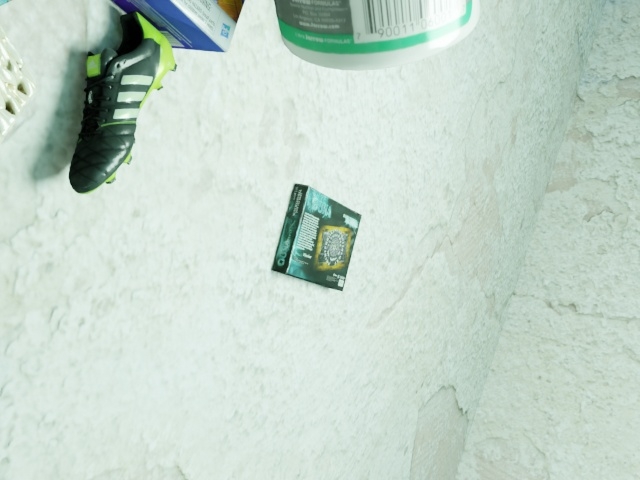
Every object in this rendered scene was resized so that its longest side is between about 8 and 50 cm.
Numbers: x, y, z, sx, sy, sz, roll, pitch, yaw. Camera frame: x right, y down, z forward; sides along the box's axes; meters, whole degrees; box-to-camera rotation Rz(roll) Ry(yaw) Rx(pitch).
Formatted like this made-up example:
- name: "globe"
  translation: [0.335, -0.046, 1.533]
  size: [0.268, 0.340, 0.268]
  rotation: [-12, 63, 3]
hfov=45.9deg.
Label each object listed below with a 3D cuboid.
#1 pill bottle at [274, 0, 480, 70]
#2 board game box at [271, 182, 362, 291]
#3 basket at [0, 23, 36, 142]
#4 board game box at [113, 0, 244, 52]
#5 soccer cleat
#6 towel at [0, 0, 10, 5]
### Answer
- name: "pill bottle"
  translation: [0.034, -0.355, 0.663]
  size: [0.204, 0.204, 0.361]
  rotation: [-50, 141, -42]
- name: "board game box"
  translation: [0.000, 0.000, 1.102]
  size: [0.186, 0.026, 0.126]
  rotation: [24, 79, -61]
- name: "basket"
  translation: [-0.265, -0.095, 0.431]
  size: [0.103, 0.167, 0.113]
  rotation: [-63, 149, -34]
- name: "board game box"
  translation: [-0.160, -0.343, 0.614]
  size: [0.347, 0.078, 0.233]
  rotation: [33, 72, -60]
- name: "soccer cleat"
  translation: [-0.190, -0.125, 0.678]
  size: [0.072, 0.060, 0.179]
  rotation: [48, 52, -46]
- name: "towel"
  translation: [-0.221, -0.295, 0.349]
  size: [0.370, 0.040, 0.271]
  rotation: [64, 34, -25]
